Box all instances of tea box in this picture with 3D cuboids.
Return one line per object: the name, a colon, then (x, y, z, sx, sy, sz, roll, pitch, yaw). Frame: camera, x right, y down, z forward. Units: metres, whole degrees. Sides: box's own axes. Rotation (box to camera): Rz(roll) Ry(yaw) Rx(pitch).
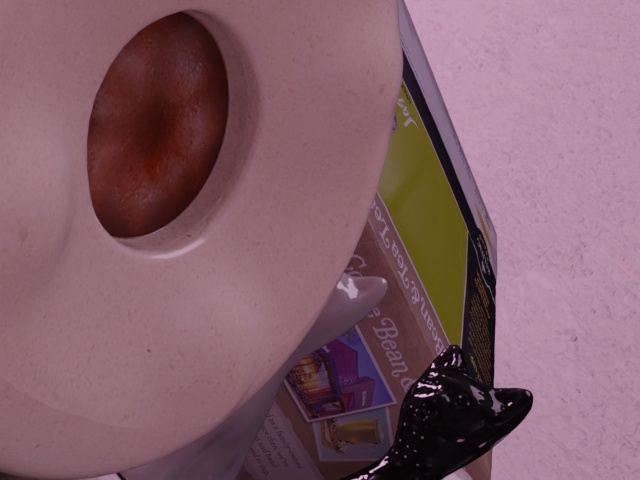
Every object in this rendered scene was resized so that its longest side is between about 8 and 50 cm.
tea box: (0.000, 0.000, 1.117, 0.323, 0.220, 0.329, -80, 150, -50)

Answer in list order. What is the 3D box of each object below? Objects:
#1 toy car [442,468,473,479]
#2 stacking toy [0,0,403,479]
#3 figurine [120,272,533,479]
toy car: (0.064, 0.258, 1.010, 0.136, 0.159, 0.182, -2, -30, 31)
stacking toy: (-0.230, -0.107, 0.730, 0.480, 0.350, 0.350, 19, -16, 33)
figurine: (-0.004, 0.118, 0.841, 0.215, 0.209, 0.092, 40, -5, 34)
